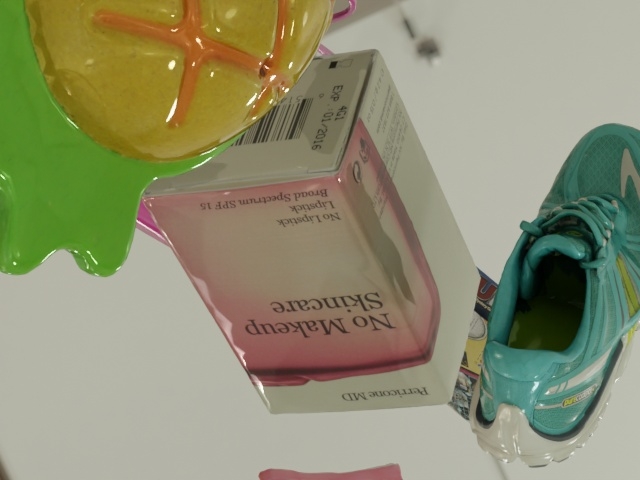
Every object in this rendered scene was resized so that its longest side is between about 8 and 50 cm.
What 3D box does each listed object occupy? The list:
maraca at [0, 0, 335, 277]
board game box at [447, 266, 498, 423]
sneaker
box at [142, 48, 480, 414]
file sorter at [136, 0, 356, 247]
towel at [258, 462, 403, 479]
[{"bbox_3d":[-0.058,-0.074,0.553,0.099,0.127,0.185,4,-129,45],"label":"maraca"},{"bbox_3d":[0.169,0.121,1.877,0.042,0.165,0.243,-46,170,-23],"label":"board game box"},{"bbox_3d":[0.170,0.018,1.140,0.107,0.110,0.275,9,-132,20],"label":"sneaker"},{"bbox_3d":[0.000,0.000,1.230,0.149,0.232,0.126,-6,-136,24],"label":"box"},{"bbox_3d":[-0.089,-0.165,1.550,0.182,0.290,0.202,-11,152,35],"label":"file sorter"},{"bbox_3d":[0.046,0.256,1.440,0.144,0.197,0.029,2,127,-35],"label":"towel"}]
